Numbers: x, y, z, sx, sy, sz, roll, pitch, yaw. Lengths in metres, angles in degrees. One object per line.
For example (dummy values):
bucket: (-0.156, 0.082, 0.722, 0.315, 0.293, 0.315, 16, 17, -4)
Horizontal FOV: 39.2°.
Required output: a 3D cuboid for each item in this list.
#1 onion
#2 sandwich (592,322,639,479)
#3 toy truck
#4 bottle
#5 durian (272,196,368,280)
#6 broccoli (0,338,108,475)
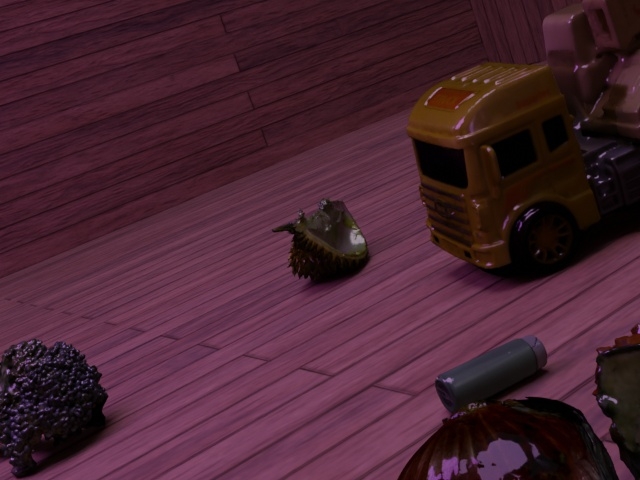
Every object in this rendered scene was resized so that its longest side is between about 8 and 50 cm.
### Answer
onion: (0.084, 0.127, 0.400, 0.118, 0.119, 0.117, -17, -22, 14)
sandwich: (0.227, 0.078, 0.418, 0.184, 0.109, 0.160, -17, -9, 21)
toy truck: (0.292, -0.134, 0.950, 0.405, 0.254, 0.180, -25, 16, -11)
bottle: (0.126, 0.096, 0.657, 0.083, 0.030, 0.030, -23, 11, -18)
durian: (0.000, 0.000, 1.166, 0.086, 0.100, 0.215, -18, 4, 24)
broccoli: (-0.310, 0.178, 0.905, 0.204, 0.122, 0.118, -30, -10, 29)
